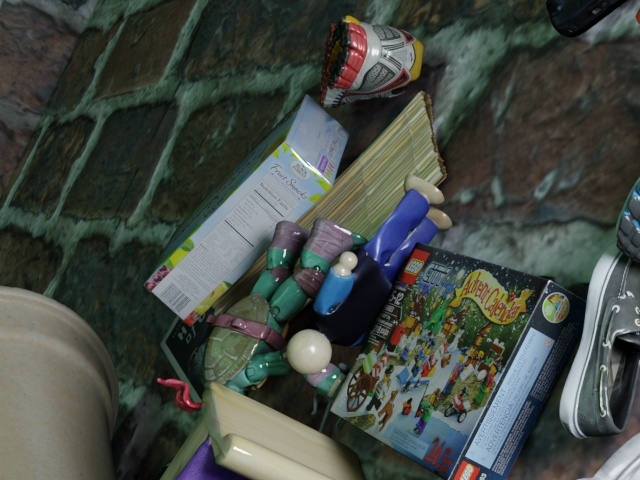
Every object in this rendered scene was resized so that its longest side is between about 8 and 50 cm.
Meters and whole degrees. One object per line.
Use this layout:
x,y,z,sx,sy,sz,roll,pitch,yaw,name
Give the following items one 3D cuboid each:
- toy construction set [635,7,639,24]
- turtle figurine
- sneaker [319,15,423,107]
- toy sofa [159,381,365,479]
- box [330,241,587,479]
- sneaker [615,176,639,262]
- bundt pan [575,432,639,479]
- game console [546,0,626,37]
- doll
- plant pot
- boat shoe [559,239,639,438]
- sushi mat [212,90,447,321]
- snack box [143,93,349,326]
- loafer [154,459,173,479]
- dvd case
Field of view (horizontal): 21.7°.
0.307,-0.276,1.074,0.328,0.151,0.215,-49,60,17,toy construction set
-0.045,0.095,1.466,0.175,0.118,0.234,11,71,46,turtle figurine
0.050,-0.171,1.672,0.225,0.092,0.088,-144,63,-83,sneaker
-0.108,0.313,1.334,0.363,0.150,0.177,-55,21,15,toy sofa
0.100,0.093,1.275,0.159,0.044,0.233,-63,22,-4,box
0.259,-0.065,1.097,0.191,0.071,0.083,-51,16,5,sneaker
0.127,0.253,0.731,0.124,0.331,0.331,31,94,26,bundt pan
0.302,-0.293,1.292,0.361,0.044,0.213,-37,32,44,game console
0.040,0.039,1.394,0.046,0.129,0.189,26,65,31,doll
-0.341,0.267,1.740,0.334,0.333,0.305,-55,33,16,plant pot
0.197,0.065,1.098,0.040,0.049,0.142,0,64,45,boat shoe
0.000,0.000,1.593,0.316,0.019,0.151,-44,28,22,sushi mat
-0.069,-0.032,1.652,0.207,0.070,0.174,-46,9,20,snack box
-0.144,0.276,1.607,0.061,0.062,0.170,-21,-33,-59,loafer
-0.093,0.076,1.750,0.179,0.029,0.238,-59,22,4,dvd case
